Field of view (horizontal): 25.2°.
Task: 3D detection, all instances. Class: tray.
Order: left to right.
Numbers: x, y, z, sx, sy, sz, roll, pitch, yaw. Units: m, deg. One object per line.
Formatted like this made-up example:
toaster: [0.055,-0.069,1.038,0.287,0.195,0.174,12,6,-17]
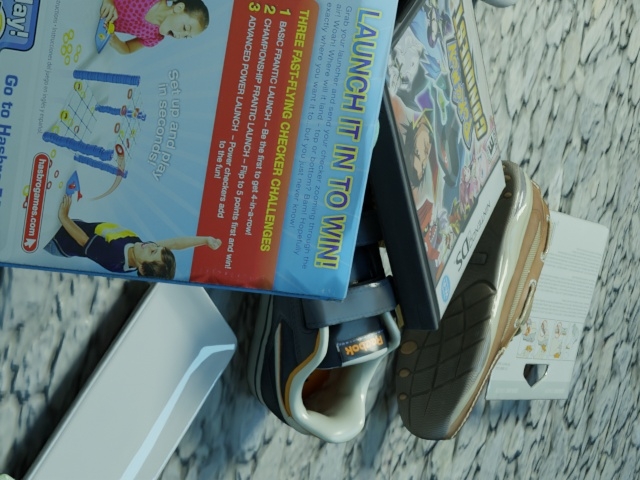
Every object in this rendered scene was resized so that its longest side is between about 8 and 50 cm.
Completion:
tray: [-0.168,0.152,1.180,0.270,0.030,0.145,-59,144,-24]

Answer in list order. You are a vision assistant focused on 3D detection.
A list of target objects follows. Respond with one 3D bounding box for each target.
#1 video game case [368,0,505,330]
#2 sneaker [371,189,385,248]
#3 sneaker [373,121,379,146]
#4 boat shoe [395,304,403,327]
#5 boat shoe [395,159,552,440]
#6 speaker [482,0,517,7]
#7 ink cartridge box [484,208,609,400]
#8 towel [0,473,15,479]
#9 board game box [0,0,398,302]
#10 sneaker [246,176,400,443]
video game case: [0.104,-0.100,1.304,0.248,0.035,0.275,-57,141,-49]
sneaker: [0.042,-0.086,1.387,0.084,0.070,0.185,-88,163,-67]
sneaker: [-0.050,-0.166,1.065,0.110,0.122,0.283,-49,115,-7]
boat shoe: [0.039,0.083,1.458,0.152,0.049,0.056,-37,114,-39]
boat shoe: [0.186,0.076,1.598,0.116,0.123,0.324,29,79,-42]
speaker: [0.164,-0.282,1.494,0.136,0.055,0.055,4,99,-58]
ink cartridge box: [0.267,0.079,1.804,0.275,0.060,0.239,10,95,-59]
towel: [-0.240,0.335,1.104,0.248,0.038,0.325,-55,144,-13]
board game box: [-0.110,-0.130,0.941,0.302,0.086,0.308,7,99,-19]
sneaker: [0.010,0.032,1.281,0.126,0.127,0.321,-15,120,-30]
